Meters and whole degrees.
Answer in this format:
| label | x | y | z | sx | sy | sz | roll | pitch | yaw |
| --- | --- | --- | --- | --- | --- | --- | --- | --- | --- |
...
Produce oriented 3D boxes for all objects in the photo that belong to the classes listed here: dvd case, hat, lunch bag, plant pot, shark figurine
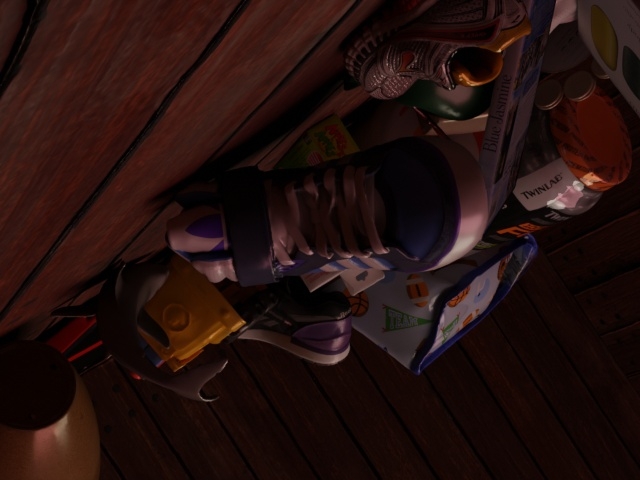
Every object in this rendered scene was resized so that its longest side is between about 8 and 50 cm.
| label | x | y | z | sx | sy | sz | roll | pitch | yaw |
| --- | --- | --- | --- | --- | --- | --- | --- | --- | --- |
| dvd case | 0.193 | -0.144 | 1.259 | 0.180 | 0.022 | 0.253 | -46 | 148 | -63 |
| hat | 0.143 | -0.123 | 1.205 | 0.173 | 0.184 | 0.208 | -34 | 178 | 20 |
| lunch bag | 0.163 | -0.006 | 2.124 | 0.385 | 0.328 | 0.239 | -26 | 149 | -54 |
| plant pot | 0.161 | -0.179 | 1.493 | 0.096 | 0.109 | 0.109 | -20 | 176 | -12 |
| shark figurine | -0.221 | 0.088 | 1.509 | 0.166 | 0.278 | 0.116 | -2 | 123 | -24 |
| plant pot | -0.379 | 0.230 | 1.586 | 0.237 | 0.237 | 0.254 | -32 | 163 | -32 |

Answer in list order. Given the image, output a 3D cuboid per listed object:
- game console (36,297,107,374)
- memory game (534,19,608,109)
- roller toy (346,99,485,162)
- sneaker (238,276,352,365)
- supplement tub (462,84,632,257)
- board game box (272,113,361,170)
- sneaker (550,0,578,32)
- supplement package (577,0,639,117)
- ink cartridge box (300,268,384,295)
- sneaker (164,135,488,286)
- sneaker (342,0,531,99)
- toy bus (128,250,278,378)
| label | x | y | z | sx | sy | sz | roll | pitch | yaw |
| --- | --- | --- | --- | --- | --- | --- | --- | --- | --- |
| game console | -0.335 | 0.126 | 1.961 | 0.342 | 0.060 | 0.386 | -41 | 176 | 30 |
| memory game | 0.286 | -0.233 | 1.470 | 0.186 | 0.186 | 0.012 | -34 | 137 | 21 |
| roller toy | 0.121 | -0.094 | 1.596 | 0.209 | 0.191 | 0.146 | -5 | 166 | -28 |
| sneaker | -0.081 | 0.093 | 2.013 | 0.107 | 0.283 | 0.124 | -57 | 158 | -55 |
| supplement tub | 0.273 | -0.102 | 1.822 | 0.316 | 0.194 | 0.193 | -24 | -174 | 44 |
| board game box | 0.003 | -0.078 | 1.502 | 0.043 | 0.092 | 0.181 | -32 | 178 | -19 |
| sneaker | 0.228 | -0.250 | 1.349 | 0.212 | 0.080 | 0.094 | -40 | 169 | -21 |
| supplement package | 0.389 | -0.235 | 1.258 | 0.198 | 0.199 | 0.263 | -34 | 162 | 3 |
| ink cartridge box | 0.000 | 0.000 | 1.907 | 0.067 | 0.198 | 0.115 | -32 | 178 | -32 |
| sneaker | -0.019 | -0.014 | 1.200 | 0.236 | 0.130 | 0.322 | -13 | -175 | -28 |
| sneaker | 0.087 | -0.148 | 0.980 | 0.088 | 0.093 | 0.225 | -33 | 179 | -19 |
| toy bus | -0.187 | 0.105 | 1.800 | 0.211 | 0.149 | 0.220 | -43 | 178 | 13 |
